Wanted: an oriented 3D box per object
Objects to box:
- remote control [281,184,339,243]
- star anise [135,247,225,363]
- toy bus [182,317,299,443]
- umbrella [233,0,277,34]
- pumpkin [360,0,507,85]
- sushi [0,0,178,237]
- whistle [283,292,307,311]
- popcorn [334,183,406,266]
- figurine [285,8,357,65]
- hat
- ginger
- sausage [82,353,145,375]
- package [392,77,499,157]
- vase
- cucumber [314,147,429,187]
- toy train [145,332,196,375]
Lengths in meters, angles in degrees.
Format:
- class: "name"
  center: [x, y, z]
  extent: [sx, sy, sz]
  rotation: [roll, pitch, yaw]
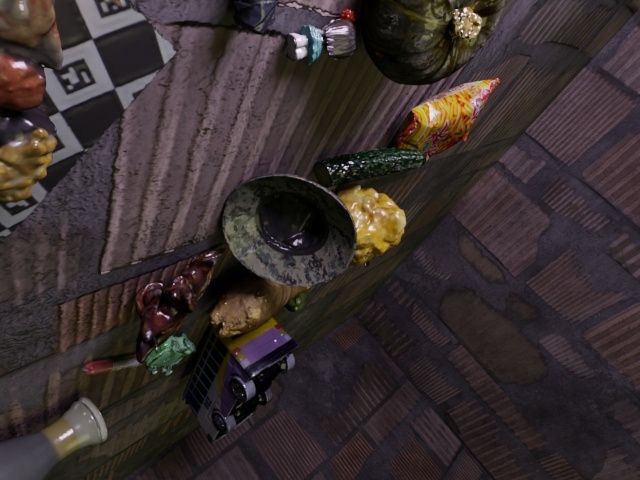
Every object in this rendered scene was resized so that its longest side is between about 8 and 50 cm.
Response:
- class: "remote control"
  center: [-0.054, -0.053, 0.981]
  extent: [0.261, 0.029, 0.067]
  rotation: [-45, 171, 17]
- class: "star anise"
  center: [-0.285, 0.106, 0.778]
  extent: [0.272, 0.102, 0.272]
  rotation: [-52, -172, 11]
- class: "toy bus"
  center: [-0.278, 0.431, 1.316]
  extent: [0.209, 0.249, 0.440]
  rotation: [-22, 149, -48]
- class: "umbrella"
  center: [-0.039, -0.290, 0.379]
  extent: [0.188, 0.046, 0.050]
  rotation: [-56, 178, 39]
- class: "pumpkin"
  center: [0.159, -0.320, 0.556]
  extent: [0.223, 0.157, 0.224]
  rotation: [-28, 151, -17]
- class: "sushi"
  center: [-0.275, -0.105, 0.309]
  extent: [0.292, 0.059, 0.294]
  rotation: [-42, 164, 5]
- class: "whistle"
  center: [-0.094, 0.194, 1.404]
  extent: [0.084, 0.105, 0.227]
  rotation: [-4, 156, -12]
- class: "popcorn"
  center: [0.079, -0.026, 0.990]
  extent: [0.253, 0.191, 0.190]
  rotation: [-43, 179, 38]
- class: "figurine"
  center: [0.004, -0.269, 0.541]
  extent: [0.105, 0.047, 0.060]
  rotation: [-24, 121, -26]
- class: "hat"
  center: [-0.051, -0.042, 0.804]
  extent: [0.266, 0.265, 0.128]
  rotation: [-53, -165, 33]
- class: "ginger"
  center: [-0.159, 0.175, 1.095]
  extent: [0.236, 0.166, 0.375]
  rotation: [-52, 156, 6]
- class: "sausage"
  center: [-0.452, 0.280, 0.930]
  extent: [0.029, 0.029, 0.223]
  rotation: [-43, 163, 6]
- class: "package"
  center: [0.283, -0.284, 1.009]
  extent: [0.287, 0.109, 0.223]
  rotation: [-23, 160, -17]
- class: "vase"
  center: [-0.613, 0.456, 0.816]
  extent: [0.321, 0.173, 0.173]
  rotation: [-30, 161, -52]
- class: "cucumber"
  center: [0.125, -0.172, 0.907]
  extent: [0.293, 0.068, 0.068]
  rotation: [-15, 153, -27]
- class: "toy train"
  center: [-0.377, 0.274, 1.011]
  extent: [0.099, 0.081, 0.149]
  rotation: [-40, 158, -3]
